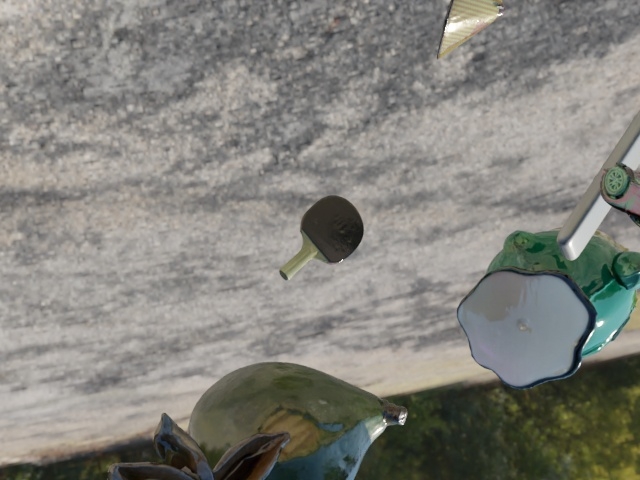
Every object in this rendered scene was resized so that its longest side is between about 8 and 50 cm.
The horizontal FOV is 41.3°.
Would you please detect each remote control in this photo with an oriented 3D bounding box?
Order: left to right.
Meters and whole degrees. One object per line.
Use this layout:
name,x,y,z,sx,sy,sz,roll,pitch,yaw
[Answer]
remote control,0.362,-0.094,1.030,0.261,0.029,0.067,-55,148,-5

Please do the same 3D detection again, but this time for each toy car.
toy car,0.268,-0.021,0.634,0.069,0.055,0.142,3,-161,-24

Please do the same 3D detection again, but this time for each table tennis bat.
table tennis bat,0.000,0.000,1.150,0.156,0.087,0.013,-42,-170,-30

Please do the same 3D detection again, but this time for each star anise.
star anise,-0.101,0.254,0.724,0.212,0.197,0.073,20,158,-41

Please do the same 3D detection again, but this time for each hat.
hat,0.242,-0.361,1.295,0.082,0.193,0.193,16,167,7

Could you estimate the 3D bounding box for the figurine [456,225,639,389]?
figurine,0.366,0.080,1.335,0.323,0.231,0.340,-24,180,30

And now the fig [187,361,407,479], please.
fig,-0.025,0.227,0.965,0.244,0.195,0.195,-14,166,-17
